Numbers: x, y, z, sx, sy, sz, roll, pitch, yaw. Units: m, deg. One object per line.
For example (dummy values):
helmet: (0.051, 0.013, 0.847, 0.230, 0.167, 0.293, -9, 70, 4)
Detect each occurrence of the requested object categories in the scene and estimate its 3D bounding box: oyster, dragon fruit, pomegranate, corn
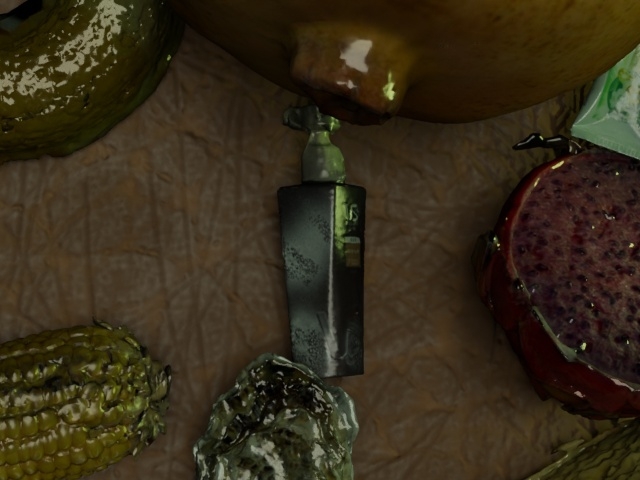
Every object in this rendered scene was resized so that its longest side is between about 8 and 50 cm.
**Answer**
oyster: (-0.031, 0.174, 1.072, 0.125, 0.064, 0.177, 20, 103, 11)
dragon fruit: (0.213, 0.055, 1.097, 0.224, 0.148, 0.218, 22, 53, 2)
pomegranate: (0.053, -0.252, 0.947, 0.417, 0.417, 0.416, 0, 87, -8)
corn: (-0.260, 0.132, 1.028, 0.318, 0.115, 0.115, -11, 89, -9)

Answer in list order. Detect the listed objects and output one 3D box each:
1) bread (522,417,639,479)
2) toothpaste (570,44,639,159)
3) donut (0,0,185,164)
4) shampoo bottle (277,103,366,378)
bread: (0.177, 0.253, 1.063, 0.261, 0.160, 0.147, -32, 98, -15)
toothpaste: (0.273, -0.200, 1.134, 0.075, 0.048, 0.296, 21, 76, 0)
donut: (-0.229, -0.186, 1.049, 0.272, 0.107, 0.272, 0, 87, -6)
shampoo bottle: (0.000, 0.000, 1.097, 0.064, 0.057, 0.207, -3, 86, 22)
